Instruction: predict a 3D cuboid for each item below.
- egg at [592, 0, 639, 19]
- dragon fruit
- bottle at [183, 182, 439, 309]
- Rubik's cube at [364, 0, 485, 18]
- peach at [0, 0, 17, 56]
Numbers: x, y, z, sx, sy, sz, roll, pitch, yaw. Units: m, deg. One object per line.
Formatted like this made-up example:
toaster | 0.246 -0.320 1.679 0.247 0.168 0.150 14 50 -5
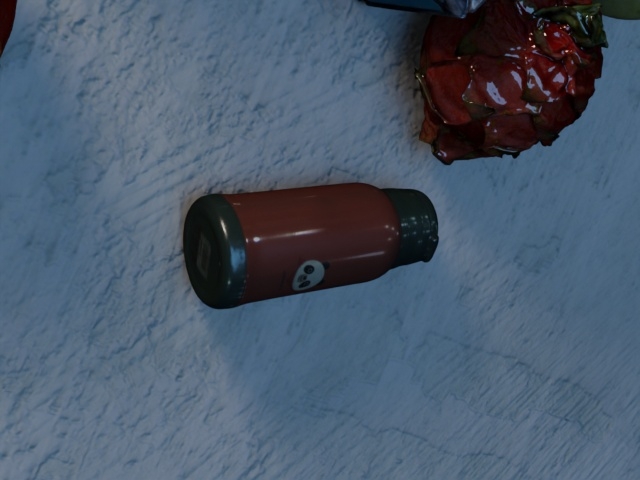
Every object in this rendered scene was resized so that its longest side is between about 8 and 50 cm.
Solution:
egg | 0.415 -0.447 1.440 0.218 0.218 0.296 -25 102 -21
dragon fruit | 0.237 -0.227 1.396 0.244 0.244 0.299 26 115 -32
bottle | 0.000 0.000 1.383 0.336 0.144 0.144 -6 107 -29
Rubik's cube | 0.131 -0.441 1.259 0.255 0.260 0.259 -45 118 -11
peach | -0.428 -0.274 0.997 0.281 0.281 0.338 -26 115 -21
